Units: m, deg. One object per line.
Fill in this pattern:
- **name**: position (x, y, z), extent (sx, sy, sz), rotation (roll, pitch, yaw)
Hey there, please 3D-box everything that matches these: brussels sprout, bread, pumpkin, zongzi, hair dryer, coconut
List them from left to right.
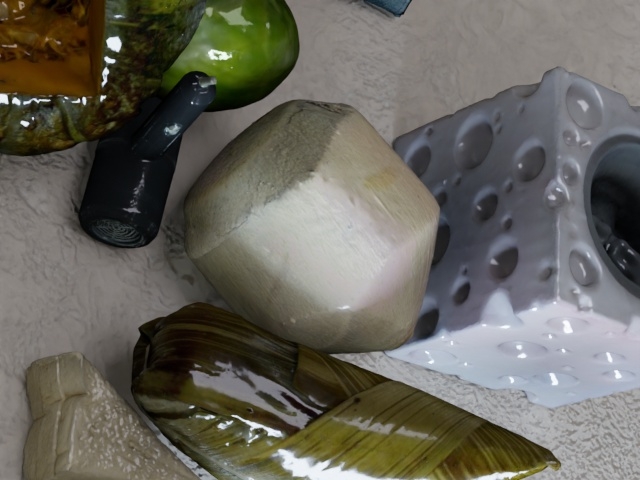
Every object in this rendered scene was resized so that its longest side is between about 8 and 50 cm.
- **pumpkin**: position (-0.240, -0.213, 1.462), extent (0.320, 0.320, 0.192), rotation (31, 23, -30)
- **bread**: position (-0.166, 0.161, 1.536), extent (0.152, 0.077, 0.105), rotation (18, 65, -37)
- **hair dryer**: position (-0.132, -0.085, 1.555), extent (0.071, 0.219, 0.124), rotation (21, 61, -19)
- **brussels sprout**: position (-0.111, -0.184, 1.652), extent (0.181, 0.143, 0.161), rotation (27, 17, 12)
- **coconut**: position (0.000, 0.000, 1.653), extent (0.234, 0.224, 0.224), rotation (44, 51, -19)
- **zongzi**: position (0.017, 0.144, 1.530), extent (0.286, 0.288, 0.134), rotation (41, 52, -38)

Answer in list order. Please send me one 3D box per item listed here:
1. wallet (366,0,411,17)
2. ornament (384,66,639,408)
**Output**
- **wallet**: position (-0.025, -0.353, 1.795), extent (0.379, 0.046, 0.190), rotation (14, 105, -38)
- **ornament**: position (0.231, 0.006, 1.822), extent (0.240, 0.240, 0.239), rotation (20, 64, -35)
